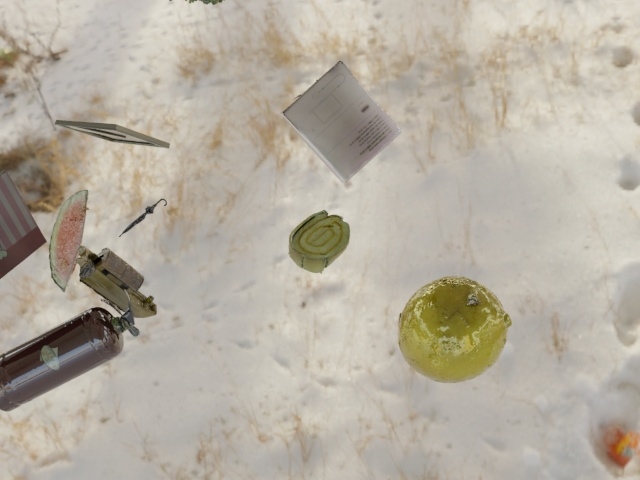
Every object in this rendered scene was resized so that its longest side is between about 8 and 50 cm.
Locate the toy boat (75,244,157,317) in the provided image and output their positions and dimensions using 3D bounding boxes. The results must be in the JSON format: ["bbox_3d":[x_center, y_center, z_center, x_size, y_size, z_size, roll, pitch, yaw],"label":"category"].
[{"bbox_3d":[-0.429,0.089,1.740,0.088,0.226,0.068,-36,35,13],"label":"toy boat"}]

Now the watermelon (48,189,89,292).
[{"bbox_3d":[-0.580,-0.005,1.904,0.063,0.245,0.119,13,4,-39],"label":"watermelon"}]

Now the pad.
[{"bbox_3d":[-0.686,0.027,1.584,0.005,0.202,0.300,25,55,32],"label":"pad"}]

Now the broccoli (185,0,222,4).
[{"bbox_3d":[-0.203,-0.499,1.220,0.260,0.288,0.235,-26,47,-17],"label":"broccoli"}]

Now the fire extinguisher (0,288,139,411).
[{"bbox_3d":[-0.512,0.216,1.644,0.337,0.135,0.114,-27,39,2],"label":"fire extinguisher"}]

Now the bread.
[{"bbox_3d":[0.000,0.000,1.836,0.117,0.064,0.156,42,65,17],"label":"bread"}]

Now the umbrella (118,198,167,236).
[{"bbox_3d":[-0.393,-0.051,1.780,0.149,0.022,0.022,-32,17,19],"label":"umbrella"}]

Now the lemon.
[{"bbox_3d":[0.209,0.146,1.316,0.173,0.173,0.206,-45,8,-35],"label":"lemon"}]

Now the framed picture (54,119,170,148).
[{"bbox_3d":[-0.551,-0.283,2.176,0.192,0.018,0.265,7,-1,20],"label":"framed picture"}]

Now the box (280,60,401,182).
[{"bbox_3d":[0.052,-0.308,2.126,0.203,0.251,0.106,-43,8,-2],"label":"box"}]
